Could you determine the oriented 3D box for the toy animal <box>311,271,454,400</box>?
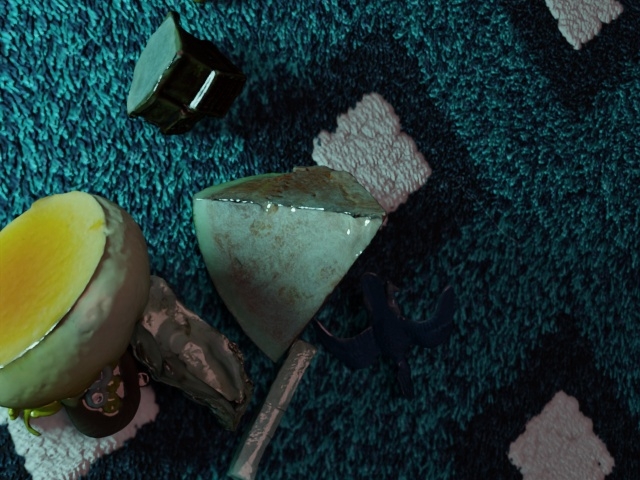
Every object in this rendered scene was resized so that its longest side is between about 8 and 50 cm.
[{"bbox_3d":[0.119,0.148,1.522,0.255,0.239,0.176,55,18,-57],"label":"toy animal"}]

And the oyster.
[{"bbox_3d":[-0.199,0.162,1.380,0.252,0.087,0.199,26,46,-44],"label":"oyster"}]

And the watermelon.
[{"bbox_3d":[-0.007,0.027,1.429,0.283,0.292,0.251,-28,126,-30],"label":"watermelon"}]

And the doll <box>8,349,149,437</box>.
[{"bbox_3d":[-0.336,0.216,1.296,0.188,0.096,0.145,-32,91,-19],"label":"doll"}]

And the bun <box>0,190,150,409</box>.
[{"bbox_3d":[-0.337,0.086,1.219,0.165,0.298,0.299,49,60,-43],"label":"bun"}]

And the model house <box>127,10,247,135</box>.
[{"bbox_3d":[-0.206,-0.239,1.443,0.152,0.106,0.165,27,106,-35],"label":"model house"}]

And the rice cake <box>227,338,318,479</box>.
[{"bbox_3d":[-0.074,0.265,1.458,0.045,0.042,0.245,30,69,-5],"label":"rice cake"}]

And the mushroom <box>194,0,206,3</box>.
[{"bbox_3d":[-0.159,-0.526,1.539,0.068,0.043,0.306,38,63,-41],"label":"mushroom"}]
